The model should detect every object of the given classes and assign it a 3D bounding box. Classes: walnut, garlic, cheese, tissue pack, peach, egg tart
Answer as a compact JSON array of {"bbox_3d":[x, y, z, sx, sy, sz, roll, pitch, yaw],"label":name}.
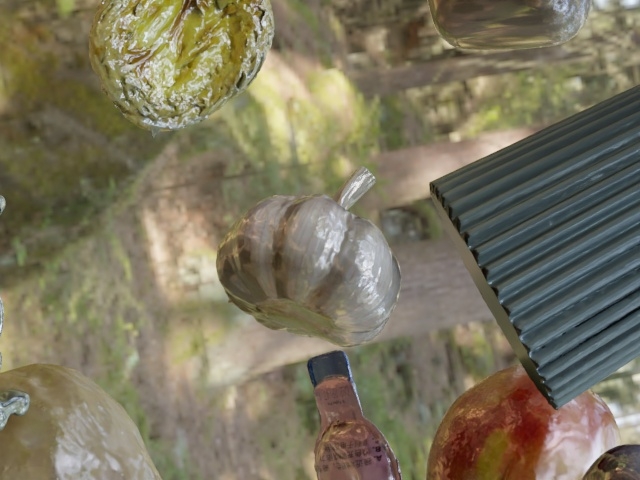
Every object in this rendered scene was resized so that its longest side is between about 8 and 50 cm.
[{"bbox_3d":[-0.357,0.340,1.642,0.381,0.381,0.381,170,-90,-80],"label":"walnut"},{"bbox_3d":[0.000,0.000,1.485,0.218,0.219,0.212,101,10,-63],"label":"garlic"},{"bbox_3d":[0.043,0.304,1.926,0.189,0.074,0.285,-23,-98,47],"label":"cheese"},{"bbox_3d":[0.279,-0.485,1.977,0.277,0.267,0.387,-18,106,-71],"label":"tissue pack"},{"bbox_3d":[0.323,0.337,1.999,0.308,0.332,0.307,23,-51,32],"label":"peach"},{"bbox_3d":[-0.173,-0.251,1.570,0.098,0.232,0.252,34,-82,52],"label":"egg tart"}]

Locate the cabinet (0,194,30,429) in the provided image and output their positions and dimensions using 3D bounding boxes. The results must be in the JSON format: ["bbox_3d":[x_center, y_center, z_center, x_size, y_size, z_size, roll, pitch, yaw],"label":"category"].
[{"bbox_3d":[-0.501,0.112,1.381,0.228,0.318,0.289,15,-59,28],"label":"cabinet"}]

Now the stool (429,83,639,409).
[{"bbox_3d":[0.336,-0.013,1.490,0.297,0.330,0.297,61,2,-4],"label":"stool"}]

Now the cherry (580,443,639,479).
[{"bbox_3d":[0.280,0.258,1.104,0.140,0.176,0.176,116,-34,-44],"label":"cherry"}]
